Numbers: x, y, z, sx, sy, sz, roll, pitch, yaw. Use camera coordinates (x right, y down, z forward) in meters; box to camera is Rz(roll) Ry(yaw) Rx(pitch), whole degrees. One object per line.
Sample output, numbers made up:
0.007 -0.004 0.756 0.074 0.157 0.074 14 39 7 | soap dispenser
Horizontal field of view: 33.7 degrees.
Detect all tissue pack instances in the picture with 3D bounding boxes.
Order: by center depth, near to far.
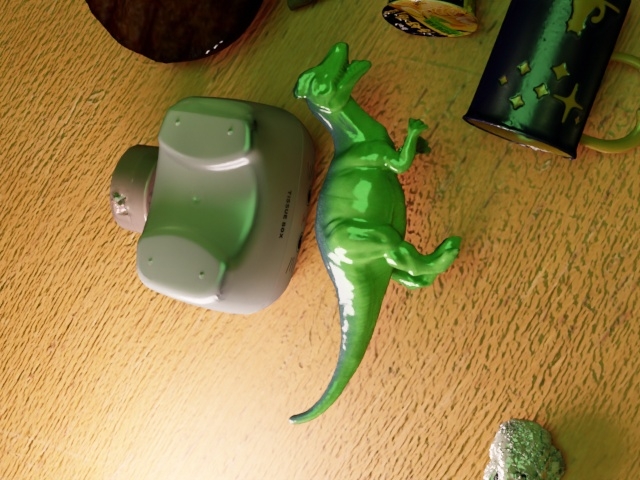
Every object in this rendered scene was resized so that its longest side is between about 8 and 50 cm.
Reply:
-0.139 -0.056 1.693 0.229 0.236 0.333 13 92 30 | tissue pack

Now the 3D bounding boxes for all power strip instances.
-0.285 -0.083 1.784 0.078 0.154 0.154 11 92 22 | power strip

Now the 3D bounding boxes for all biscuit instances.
-0.248 -0.502 1.761 0.407 0.091 0.407 12 113 29 | biscuit

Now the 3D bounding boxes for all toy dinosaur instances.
0.000 0.000 1.601 0.374 0.144 0.500 41 95 -4 | toy dinosaur

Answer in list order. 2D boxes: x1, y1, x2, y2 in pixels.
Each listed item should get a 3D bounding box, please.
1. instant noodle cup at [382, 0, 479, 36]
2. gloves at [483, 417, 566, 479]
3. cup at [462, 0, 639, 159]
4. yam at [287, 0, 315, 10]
0.175 -0.393 1.627 0.151 0.151 0.122 5 83 21 | instant noodle cup
0.303 0.345 1.582 0.114 0.070 0.153 18 93 21 | gloves
0.367 -0.254 1.562 0.178 0.255 0.256 27 97 58 | cup
0.061 -0.442 1.721 0.264 0.046 0.046 -19 81 21 | yam
